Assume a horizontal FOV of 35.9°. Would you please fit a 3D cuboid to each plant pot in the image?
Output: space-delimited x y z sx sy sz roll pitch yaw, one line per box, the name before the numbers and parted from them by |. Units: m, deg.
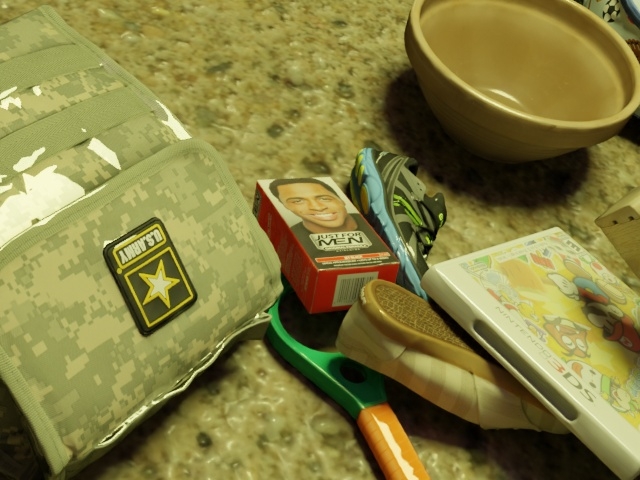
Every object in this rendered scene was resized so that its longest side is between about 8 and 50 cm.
plant pot | 0.188 -0.154 0.984 0.238 0.109 0.237 10 45 -10

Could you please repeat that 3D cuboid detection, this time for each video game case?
video game case | 0.213 0.075 0.789 0.206 0.026 0.227 45 32 23

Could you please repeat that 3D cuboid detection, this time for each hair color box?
hair color box | 0.000 0.000 0.797 0.072 0.043 0.141 -4 32 -24

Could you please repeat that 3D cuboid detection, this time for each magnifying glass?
magnifying glass | 0.028 0.110 0.746 0.092 0.026 0.231 -10 50 -27

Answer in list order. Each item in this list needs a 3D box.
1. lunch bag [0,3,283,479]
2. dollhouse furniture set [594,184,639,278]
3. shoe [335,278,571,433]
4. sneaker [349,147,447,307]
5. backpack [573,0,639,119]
lunch bag | -0.186 0.002 0.678 0.287 0.169 0.235 41 45 10
dollhouse furniture set | 0.435 -0.006 0.729 0.303 0.198 0.286 -38 92 -12
shoe | 0.111 0.099 0.751 0.219 0.058 0.076 27 24 -16
sneaker | 0.076 -0.013 0.843 0.078 0.067 0.188 -1 45 -11
backpack | 0.412 -0.234 1.080 0.277 0.213 0.263 26 56 2
